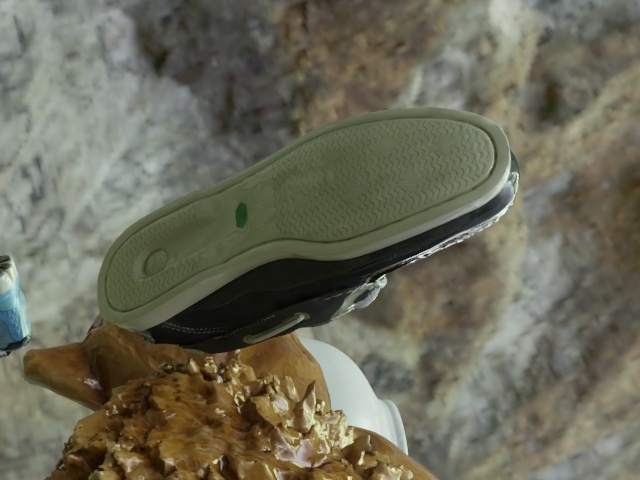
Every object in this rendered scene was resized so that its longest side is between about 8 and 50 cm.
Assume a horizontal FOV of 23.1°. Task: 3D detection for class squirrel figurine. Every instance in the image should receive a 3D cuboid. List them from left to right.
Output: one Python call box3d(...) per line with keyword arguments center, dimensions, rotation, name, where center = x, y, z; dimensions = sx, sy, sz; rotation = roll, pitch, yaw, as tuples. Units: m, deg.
box3d(center=(-0.019, 0.164, 0.924), dimensions=(0.281, 0.370, 0.397), rotation=(-28, -14, -2), name="squirrel figurine")

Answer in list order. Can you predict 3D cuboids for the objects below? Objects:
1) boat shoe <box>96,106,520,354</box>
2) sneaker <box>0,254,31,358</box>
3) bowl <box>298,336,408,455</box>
box3d(center=(0.000, 0.000, 0.780), dimensions=(0.233, 0.084, 0.079), rotation=(-21, -42, 28), name="boat shoe")
box3d(center=(-0.252, 0.055, 1.121), dimensions=(0.063, 0.162, 0.073), rotation=(-29, -77, -25), name="sneaker")
box3d(center=(0.004, 0.224, 1.507), dimensions=(0.134, 0.297, 0.298), rotation=(0, -42, -12), name="bowl")
